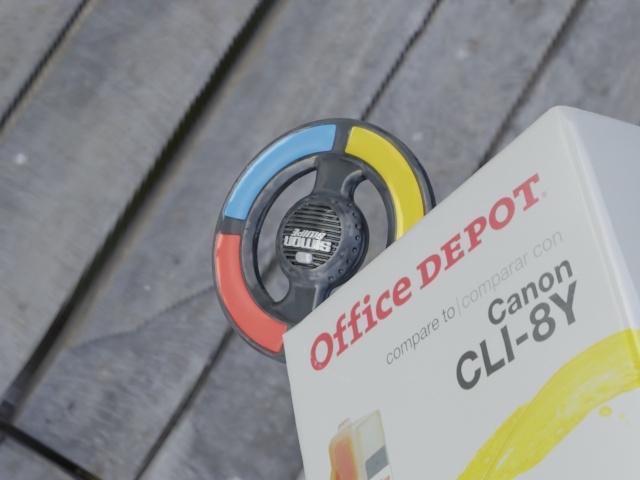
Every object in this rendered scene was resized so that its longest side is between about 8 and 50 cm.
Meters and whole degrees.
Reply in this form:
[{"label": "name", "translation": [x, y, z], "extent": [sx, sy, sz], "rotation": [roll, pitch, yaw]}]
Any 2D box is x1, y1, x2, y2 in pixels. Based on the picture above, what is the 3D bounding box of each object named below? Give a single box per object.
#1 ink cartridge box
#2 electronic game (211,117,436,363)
[{"label": "ink cartridge box", "translation": [0.138, 0.164, 0.803], "extent": [0.160, 0.279, 0.385], "rotation": [14, 52, -34]}, {"label": "electronic game", "translation": [0.000, 0.000, 1.310], "extent": [0.048, 0.229, 0.229], "rotation": [27, 83, -56]}]
